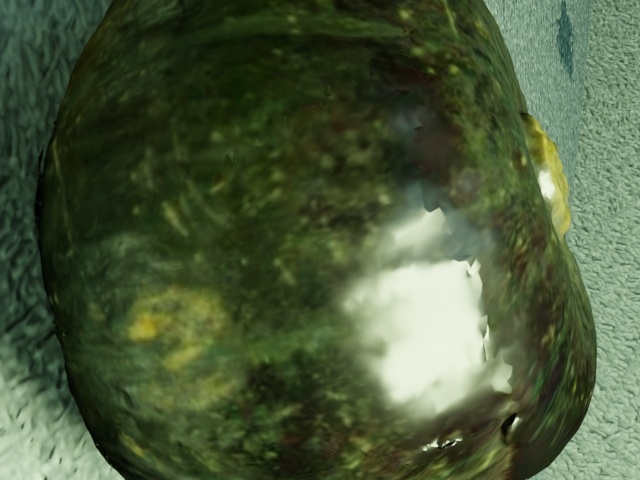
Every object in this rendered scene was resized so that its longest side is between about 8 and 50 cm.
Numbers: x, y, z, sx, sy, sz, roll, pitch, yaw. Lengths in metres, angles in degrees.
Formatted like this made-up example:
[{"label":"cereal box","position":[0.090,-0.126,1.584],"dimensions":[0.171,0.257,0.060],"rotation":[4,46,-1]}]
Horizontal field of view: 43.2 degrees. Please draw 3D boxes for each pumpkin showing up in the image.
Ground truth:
[{"label":"pumpkin","position":[0.000,0.000,0.572],"dimensions":[0.454,0.344,0.454],"rotation":[-14,90,-72]}]
